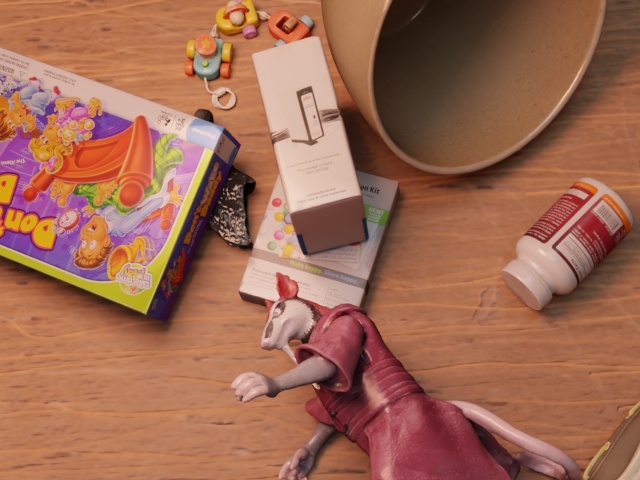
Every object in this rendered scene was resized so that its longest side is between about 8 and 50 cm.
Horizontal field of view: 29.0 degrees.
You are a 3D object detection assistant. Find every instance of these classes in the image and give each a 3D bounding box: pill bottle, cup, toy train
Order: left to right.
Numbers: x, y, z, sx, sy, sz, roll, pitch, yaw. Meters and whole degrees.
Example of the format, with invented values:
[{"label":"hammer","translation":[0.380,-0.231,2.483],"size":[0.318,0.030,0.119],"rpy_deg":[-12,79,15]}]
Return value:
[{"label":"toy train","translation":[-0.095,-0.251,1.568],"size":[0.166,0.046,0.125],"rpy_deg":[-43,73,-10]},{"label":"cup","translation":[0.131,-0.277,1.445],"size":[0.331,0.331,0.237],"rpy_deg":[-38,46,-9]},{"label":"pill bottle","translation":[0.282,0.006,1.431],"size":[0.152,0.086,0.086],"rpy_deg":[-43,74,-10]}]

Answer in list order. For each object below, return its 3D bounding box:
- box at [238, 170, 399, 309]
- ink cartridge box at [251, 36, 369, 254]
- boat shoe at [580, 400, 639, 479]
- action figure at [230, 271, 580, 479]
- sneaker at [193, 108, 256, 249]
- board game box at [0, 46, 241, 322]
[{"label":"box","translation":[0.000,0.000,1.480],"size":[0.145,0.038,0.186],"rpy_deg":[16,72,10]},{"label":"ink cartridge box","translation":[-0.010,-0.107,1.419],"size":[0.085,0.148,0.203],"rpy_deg":[-15,69,1]},{"label":"boat shoe","translation":[0.330,0.279,1.333],"size":[0.109,0.091,0.305],"rpy_deg":[40,78,-2]},{"label":"action figure","translation":[0.069,0.170,1.307],"size":[0.275,0.248,0.370],"rpy_deg":[-33,75,-8]},{"label":"sneaker","translation":[-0.118,-0.076,1.510],"size":[0.089,0.051,0.170],"rpy_deg":[4,77,7]},{"label":"board game box","translation":[-0.301,-0.074,1.477],"size":[0.347,0.078,0.233],"rpy_deg":[20,84,14]}]
